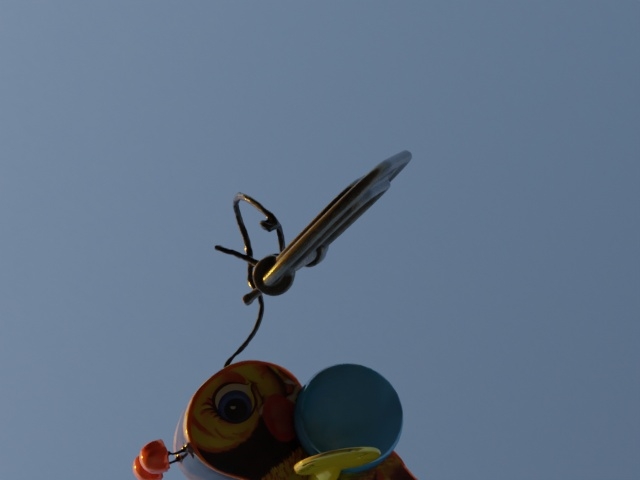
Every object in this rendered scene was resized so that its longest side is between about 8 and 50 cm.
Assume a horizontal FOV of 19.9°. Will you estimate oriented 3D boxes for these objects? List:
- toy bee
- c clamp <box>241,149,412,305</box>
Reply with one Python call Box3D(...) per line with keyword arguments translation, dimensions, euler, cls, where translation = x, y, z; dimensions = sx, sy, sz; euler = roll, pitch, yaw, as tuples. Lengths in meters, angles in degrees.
Box3D(translation=(-0.032, 0.143, 1.191), dimensions=(0.162, 0.195, 0.298), euler=(-30, -122, -22), cls="toy bee")
Box3D(translation=(0.000, 0.000, 1.014), dimensions=(0.137, 0.160, 0.022), euler=(-42, -93, 7), cls="c clamp")
